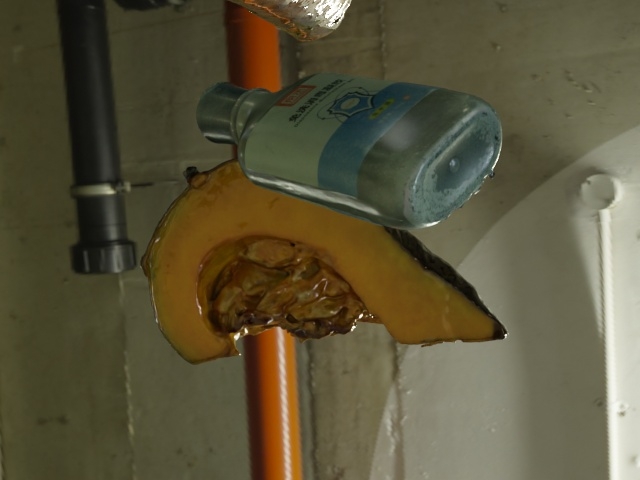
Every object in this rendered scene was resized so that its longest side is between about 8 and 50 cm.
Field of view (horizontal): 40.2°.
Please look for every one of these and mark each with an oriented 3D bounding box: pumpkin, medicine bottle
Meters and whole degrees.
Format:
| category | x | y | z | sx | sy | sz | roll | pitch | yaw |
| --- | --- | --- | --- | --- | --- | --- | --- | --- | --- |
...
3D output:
| category | x | y | z | sx | sy | sz | roll | pitch | yaw |
| --- | --- | --- | --- | --- | --- | --- | --- | --- | --- |
| pumpkin | 0.003 | -0.001 | 0.712 | 0.278 | 0.111 | 0.163 | -4 | -73 | 6 |
| medicine bottle | 0.002 | -0.062 | 0.514 | 0.208 | 0.090 | 0.053 | 20 | -35 | 45 |

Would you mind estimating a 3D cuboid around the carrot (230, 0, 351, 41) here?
| category | x | y | z | sx | sy | sz | roll | pitch | yaw |
| --- | --- | --- | --- | --- | --- | --- | --- | --- | --- |
| carrot | -0.045 | -0.237 | 0.710 | 0.114 | 0.302 | 0.114 | 0 | -89 | 19 |
